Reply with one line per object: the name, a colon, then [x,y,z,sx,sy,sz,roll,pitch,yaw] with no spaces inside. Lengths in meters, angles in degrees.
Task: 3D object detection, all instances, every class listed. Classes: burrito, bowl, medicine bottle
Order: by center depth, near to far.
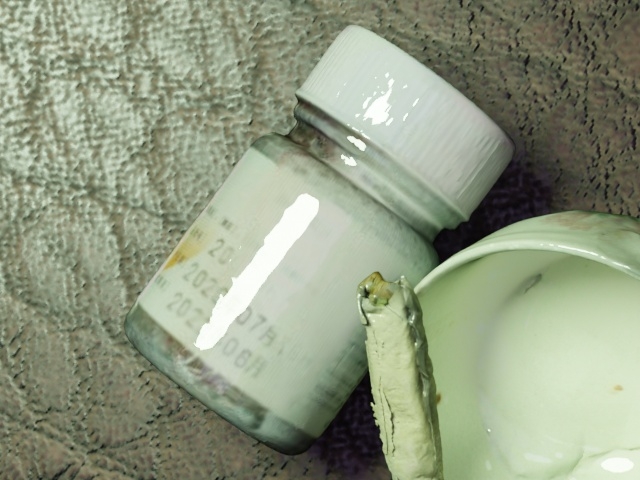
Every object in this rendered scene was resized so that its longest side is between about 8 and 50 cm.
burrito: [0.056,0.103,1.288,0.045,0.041,0.185,-6,114,6]
bowl: [0.196,0.094,1.310,0.277,0.145,0.277,15,122,25]
medicine bottle: [0.000,0.000,1.340,0.165,0.165,0.273,35,89,4]
